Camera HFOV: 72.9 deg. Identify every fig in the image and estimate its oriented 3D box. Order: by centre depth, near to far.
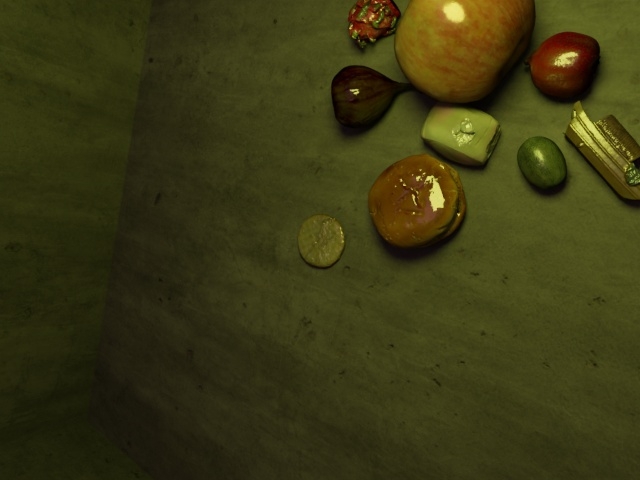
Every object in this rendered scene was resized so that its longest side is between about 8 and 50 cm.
[{"bbox_3d":[0.199,-0.504,1.497,0.320,0.217,0.217,-5,86,5],"label":"fig"}]

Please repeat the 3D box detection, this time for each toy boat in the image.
[{"bbox_3d":[0.768,-0.241,1.151,0.115,0.089,0.310,-39,69,23],"label":"toy boat"}]

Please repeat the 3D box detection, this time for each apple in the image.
[{"bbox_3d":[0.404,-0.592,1.230,0.346,0.391,0.391,36,109,7],"label":"apple"}]

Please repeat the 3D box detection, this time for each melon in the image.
[{"bbox_3d":[0.626,-0.225,1.229,0.114,0.114,0.167,-31,75,29],"label":"melon"}]

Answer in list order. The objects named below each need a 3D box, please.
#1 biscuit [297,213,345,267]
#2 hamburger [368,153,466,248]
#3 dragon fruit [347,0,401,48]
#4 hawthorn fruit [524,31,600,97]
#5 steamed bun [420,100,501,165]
[{"bbox_3d":[-0.001,0.000,1.678,0.219,0.033,0.220,0,90,34],"label":"biscuit"},{"bbox_3d":[0.301,-0.122,1.407,0.314,0.170,0.290,-32,66,30],"label":"hamburger"},{"bbox_3d":[0.181,-0.766,1.511,0.172,0.160,0.166,-33,105,31],"label":"dragon fruit"},{"bbox_3d":[0.654,-0.480,1.189,0.188,0.169,0.169,15,97,31],"label":"hawthorn fruit"},{"bbox_3d":[0.422,-0.339,1.338,0.238,0.152,0.170,33,106,26],"label":"steamed bun"}]
